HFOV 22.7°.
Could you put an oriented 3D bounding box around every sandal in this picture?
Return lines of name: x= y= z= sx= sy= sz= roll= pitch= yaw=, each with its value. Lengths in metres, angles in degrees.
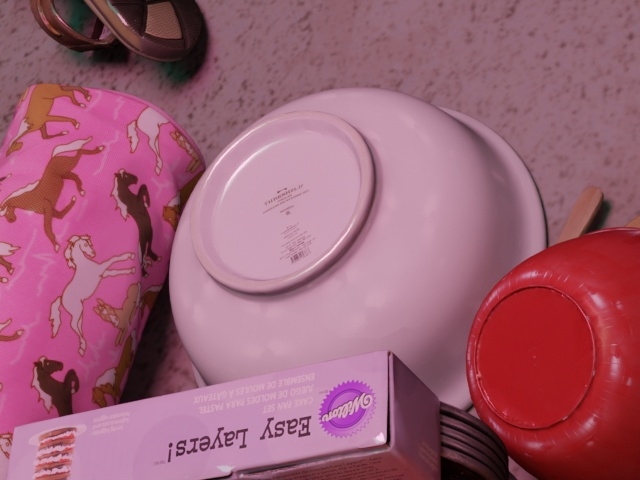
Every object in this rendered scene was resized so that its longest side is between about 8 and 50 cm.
sandal: x=-0.212 y=-0.218 z=1.423 sx=0.303 sy=0.120 sz=0.086 roll=35 pitch=111 yaw=42

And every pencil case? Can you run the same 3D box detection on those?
pencil case: x=-0.203 y=0.067 z=1.179 sx=0.160 sy=0.167 sz=0.386 roll=12 pitch=62 yaw=4

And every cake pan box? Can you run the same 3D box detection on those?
cake pan box: x=-0.017 y=0.165 z=0.974 sx=0.267 sy=0.246 sz=0.070 roll=-14 pitch=57 yaw=24

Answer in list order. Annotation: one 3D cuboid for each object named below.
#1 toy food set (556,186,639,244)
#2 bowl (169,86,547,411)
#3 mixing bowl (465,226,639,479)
toy food set: x=0.234 y=0.031 z=1.044 sx=0.192 sy=0.038 sz=0.132 roll=13 pitch=63 yaw=41
bowl: x=0.000 y=0.000 z=1.135 sx=0.298 sy=0.134 sz=0.298 roll=-15 pitch=56 yaw=24
mixing bowl: x=0.157 y=0.076 z=0.981 sx=0.181 sy=0.098 sz=0.181 roll=-9 pitch=77 yaw=41
